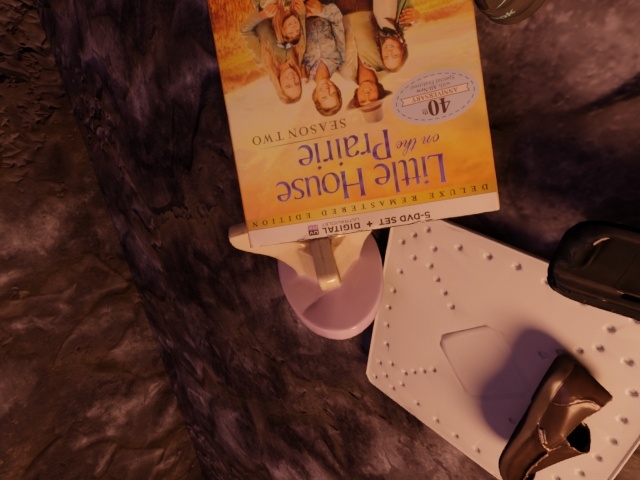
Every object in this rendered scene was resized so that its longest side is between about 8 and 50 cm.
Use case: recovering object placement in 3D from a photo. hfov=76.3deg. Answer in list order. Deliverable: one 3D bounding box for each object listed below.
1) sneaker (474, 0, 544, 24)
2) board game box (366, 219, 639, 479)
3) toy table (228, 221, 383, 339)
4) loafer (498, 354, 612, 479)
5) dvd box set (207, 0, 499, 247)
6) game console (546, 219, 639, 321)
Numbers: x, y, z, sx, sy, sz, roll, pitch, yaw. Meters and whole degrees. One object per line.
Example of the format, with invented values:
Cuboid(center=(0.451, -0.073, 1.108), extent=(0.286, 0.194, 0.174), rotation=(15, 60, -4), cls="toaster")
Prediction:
Cuboid(center=(0.210, -0.350, 0.376), extent=(0.101, 0.106, 0.268), rotation=(31, 128, 35), cls="sneaker")
Cuboid(center=(0.256, 0.177, 0.624), extent=(0.389, 0.050, 0.390), rotation=(28, 128, 35), cls="board game box")
Cuboid(center=(0.000, 0.000, 0.648), extent=(0.161, 0.252, 0.274), rotation=(73, 171, -50), cls="toy table")
Cuboid(center=(0.293, 0.250, 0.517), extent=(0.078, 0.080, 0.220), rotation=(30, 128, 35), cls="loafer")
Cuboid(center=(0.027, -0.219, 0.494), extent=(0.307, 0.062, 0.421), rotation=(-8, 94, 10), cls="dvd box set")
Cuboid(center=(0.393, 0.054, 0.330), extent=(0.361, 0.044, 0.213), rotation=(18, 135, 23), cls="game console")
